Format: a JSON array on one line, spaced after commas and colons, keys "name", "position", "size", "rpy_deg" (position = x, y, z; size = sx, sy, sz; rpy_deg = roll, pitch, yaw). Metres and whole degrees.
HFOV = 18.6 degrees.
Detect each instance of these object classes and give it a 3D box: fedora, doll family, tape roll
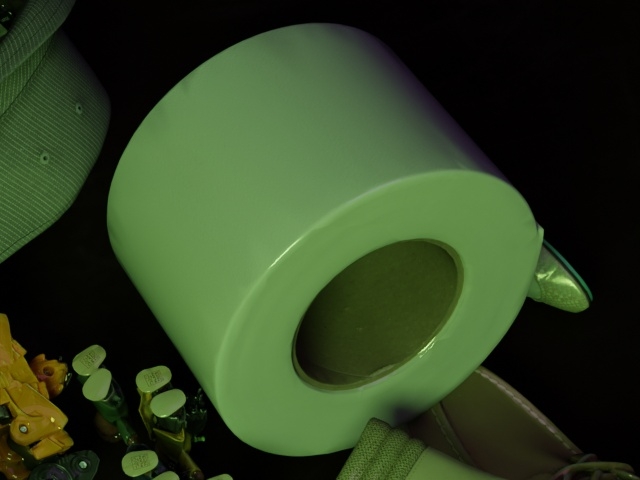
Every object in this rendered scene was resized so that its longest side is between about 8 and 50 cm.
[{"name": "fedora", "position": [-0.239, -0.058, 1.317], "size": [0.124, 0.244, 0.275], "rpy_deg": [49, 44, -22]}, {"name": "doll family", "position": [-0.091, 0.148, 1.259], "size": [0.076, 0.111, 0.193], "rpy_deg": [-24, 62, -11]}, {"name": "tape roll", "position": [0.000, 0.000, 1.306], "size": [0.246, 0.246, 0.169], "rpy_deg": [-10, 44, -32]}]

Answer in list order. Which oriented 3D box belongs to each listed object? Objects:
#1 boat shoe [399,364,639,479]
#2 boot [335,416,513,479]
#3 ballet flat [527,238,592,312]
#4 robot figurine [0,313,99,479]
[{"name": "boat shoe", "position": [0.188, 0.197, 1.335], "size": [0.121, 0.110, 0.341], "rpy_deg": [-28, 67, -40]}, {"name": "boot", "position": [0.068, 0.256, 1.216], "size": [0.203, 0.095, 0.262], "rpy_deg": [21, 75, 9]}, {"name": "ballet flat", "position": [0.143, 0.006, 1.535], "size": [0.052, 0.057, 0.168], "rpy_deg": [-36, 66, -13]}, {"name": "robot figurine", "position": [-0.282, 0.130, 1.182], "size": [0.291, 0.085, 0.211], "rpy_deg": [-19, 67, -36]}]
